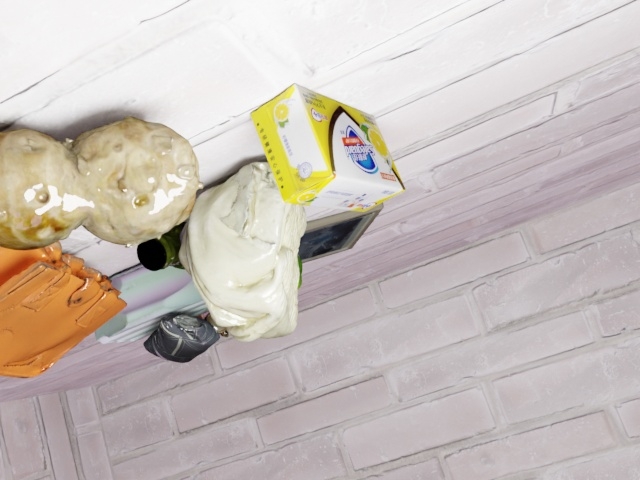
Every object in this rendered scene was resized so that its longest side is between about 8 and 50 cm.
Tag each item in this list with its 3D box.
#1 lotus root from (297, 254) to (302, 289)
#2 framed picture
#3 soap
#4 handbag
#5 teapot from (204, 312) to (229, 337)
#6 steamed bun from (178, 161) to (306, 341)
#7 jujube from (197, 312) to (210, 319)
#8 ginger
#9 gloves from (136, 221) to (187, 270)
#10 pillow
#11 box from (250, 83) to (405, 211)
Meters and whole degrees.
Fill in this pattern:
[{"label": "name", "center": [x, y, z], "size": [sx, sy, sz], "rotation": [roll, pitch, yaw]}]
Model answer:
[{"label": "lotus root", "center": [-0.137, 0.053, 1.604], "size": [0.186, 0.186, 0.186], "rotation": [-18, 168, -4]}, {"label": "framed picture", "center": [0.000, 0.000, 1.886], "size": [0.325, 0.028, 0.446], "rotation": [-16, 167, -13]}, {"label": "soap", "center": [-0.404, 0.140, 1.594], "size": [0.446, 0.156, 0.261], "rotation": [-21, 168, 12]}, {"label": "handbag", "center": [-0.599, 0.149, 1.210], "size": [0.303, 0.116, 0.410], "rotation": [-37, 165, -7]}, {"label": "teapot", "center": [-0.269, 0.224, 1.645], "size": [0.110, 0.085, 0.080], "rotation": [-36, 180, -30]}, {"label": "steamed bun", "center": [-0.161, 0.015, 1.181], "size": [0.237, 0.394, 0.347], "rotation": [4, -151, 5]}, {"label": "jujube", "center": [-0.374, 0.223, 1.959], "size": [0.243, 0.184, 0.183], "rotation": [-21, 167, 8]}, {"label": "ginger", "center": [-0.326, -0.068, 0.794], "size": [0.375, 0.176, 0.256], "rotation": [-9, 180, -36]}, {"label": "gloves", "center": [-0.308, 0.013, 1.289], "size": [0.107, 0.135, 0.268], "rotation": [-46, 177, 5]}, {"label": "pillow", "center": [-0.372, 0.262, 1.564], "size": [0.161, 0.093, 0.335], "rotation": [12, 156, -23]}, {"label": "box", "center": [0.022, -0.144, 0.989], "size": [0.097, 0.168, 0.265], "rotation": [-29, 162, 29]}]
